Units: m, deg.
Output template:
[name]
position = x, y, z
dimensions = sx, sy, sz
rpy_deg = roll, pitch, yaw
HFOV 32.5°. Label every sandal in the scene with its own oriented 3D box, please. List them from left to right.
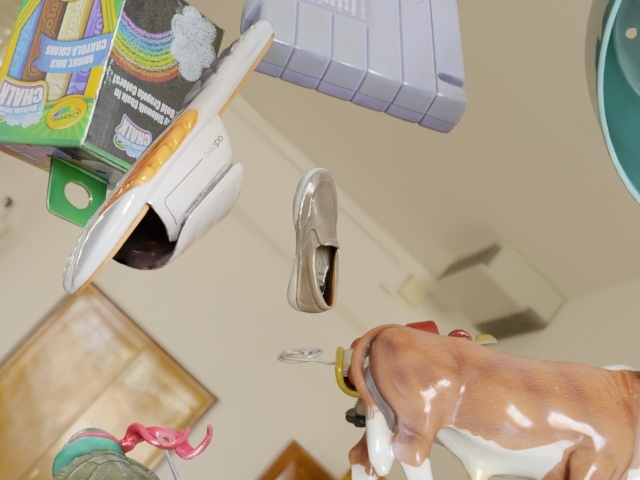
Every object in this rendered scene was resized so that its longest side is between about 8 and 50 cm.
[sandal]
position = -0.085, -0.055, 0.798
dimensions = 0.076, 0.265, 0.102
rpy_deg = 41, -29, -14

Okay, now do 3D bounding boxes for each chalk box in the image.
[chalk box]
position = -0.266, -0.158, 1.307
dimensions = 0.179, 0.288, 0.180
rpy_deg = 8, -13, 34

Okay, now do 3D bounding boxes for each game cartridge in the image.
[game cartridge]
position = 0.034, -0.275, 1.167
dimensions = 0.230, 0.355, 0.068
rpy_deg = 13, -43, -13

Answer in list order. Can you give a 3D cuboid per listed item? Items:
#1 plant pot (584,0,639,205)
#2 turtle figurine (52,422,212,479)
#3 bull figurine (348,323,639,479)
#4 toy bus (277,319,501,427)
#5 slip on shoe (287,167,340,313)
[plant pot]
position = 0.344, -0.156, 0.866
dimensions = 0.293, 0.293, 0.235
rpy_deg = 46, 16, -12
[turtle figurine]
position = -0.116, 0.180, 0.570
dimensions = 0.234, 0.175, 0.118
rpy_deg = -111, -155, -50
[bull figurine]
position = 0.169, 0.159, 0.863
dimensions = 0.311, 0.188, 0.101
rpy_deg = 11, -32, 6
[toy bus]
position = 0.091, 0.153, 1.090
dimensions = 0.202, 0.191, 0.104
rpy_deg = 4, -77, 48
[slip on shoe]
position = 0.000, 0.000, 1.013
dimensions = 0.051, 0.135, 0.041
rpy_deg = 15, -9, -43
